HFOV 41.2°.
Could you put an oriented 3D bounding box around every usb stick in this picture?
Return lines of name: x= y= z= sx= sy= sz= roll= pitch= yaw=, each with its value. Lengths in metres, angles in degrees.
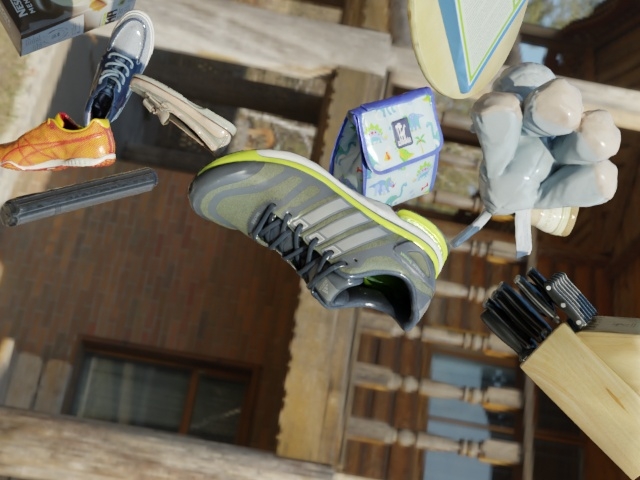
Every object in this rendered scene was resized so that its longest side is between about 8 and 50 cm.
usb stick: x=-0.409 y=-0.076 z=1.457 sx=0.077 sy=0.278 sz=0.045 roll=-21 pitch=-91 yaw=51

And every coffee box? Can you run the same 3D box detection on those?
coffee box: x=-0.505 y=-0.479 z=1.666 sx=0.141 sy=0.246 sz=0.098 roll=59 pitch=-24 yaw=2

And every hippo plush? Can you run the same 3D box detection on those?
hippo plush: x=0.351 y=-0.154 z=1.360 sx=0.236 sy=0.234 sz=0.294 roll=-66 pitch=162 yaw=-54

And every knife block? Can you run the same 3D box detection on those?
knife block: x=0.343 y=0.179 z=1.207 sx=0.088 sy=0.242 sz=0.276 roll=-17 pitch=104 yaw=-57

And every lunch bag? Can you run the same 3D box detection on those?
lunch bag: x=0.087 y=-0.119 z=1.109 sx=0.096 sy=0.128 sz=0.151 roll=41 pitch=-38 yaw=39

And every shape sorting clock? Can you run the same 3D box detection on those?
shape sorting clock: x=0.119 y=-0.212 z=0.653 sx=0.206 sy=0.040 sz=0.206 roll=-38 pitch=138 yaw=-45

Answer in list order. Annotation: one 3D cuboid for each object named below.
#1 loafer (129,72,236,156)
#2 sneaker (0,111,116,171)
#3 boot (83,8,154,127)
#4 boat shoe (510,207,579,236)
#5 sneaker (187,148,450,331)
loafer: x=-0.152 y=-0.134 z=0.907 sx=0.039 sy=0.125 sz=0.045 roll=-62 pitch=-179 yaw=-5
sneaker: x=-0.318 y=-0.115 z=1.009 sx=0.064 sy=0.175 sz=0.067 roll=-22 pitch=107 yaw=-72
boot: x=-0.307 y=-0.256 z=1.302 sx=0.086 sy=0.069 sz=0.190 roll=-96 pitch=-151 yaw=-65
boat shoe: x=0.367 y=-0.088 z=1.535 sx=0.302 sy=0.098 sz=0.109 roll=-101 pitch=-159 yaw=-70
sneaker: x=0.000 y=0.000 z=0.908 sx=0.121 sy=0.300 sz=0.111 roll=-79 pitch=-167 yaw=-45
